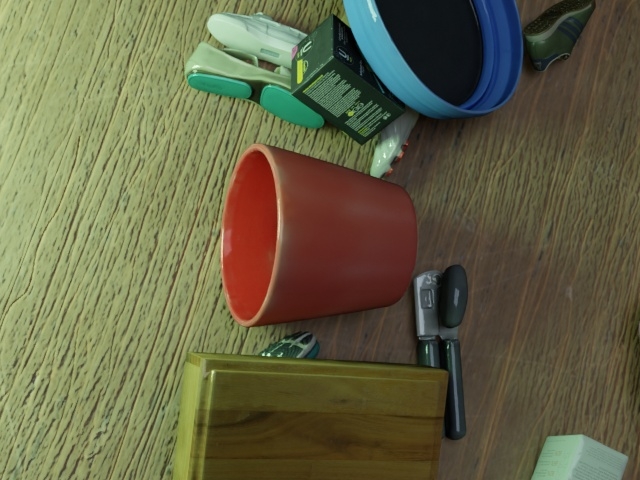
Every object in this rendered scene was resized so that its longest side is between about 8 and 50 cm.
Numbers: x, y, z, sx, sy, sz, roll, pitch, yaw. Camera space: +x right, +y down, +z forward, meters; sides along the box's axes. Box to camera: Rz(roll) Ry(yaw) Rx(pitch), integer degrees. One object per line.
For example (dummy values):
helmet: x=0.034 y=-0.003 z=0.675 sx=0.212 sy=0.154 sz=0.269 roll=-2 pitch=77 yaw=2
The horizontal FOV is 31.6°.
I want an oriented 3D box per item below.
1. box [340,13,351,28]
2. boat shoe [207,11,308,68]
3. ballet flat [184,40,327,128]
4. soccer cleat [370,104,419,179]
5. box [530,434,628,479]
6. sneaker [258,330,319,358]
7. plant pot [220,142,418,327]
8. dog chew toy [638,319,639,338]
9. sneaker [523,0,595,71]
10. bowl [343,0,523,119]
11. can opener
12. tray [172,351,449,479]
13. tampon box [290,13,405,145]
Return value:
box: x=0.120 y=-0.324 z=1.936 sx=0.201 sy=0.021 sz=0.164 roll=36 pitch=72 yaw=-4
boat shoe: x=-0.094 y=-0.342 z=1.866 sx=0.184 sy=0.066 sz=0.063 roll=16 pitch=61 yaw=-8
ballet flat: x=-0.096 y=-0.260 z=1.841 sx=0.248 sy=0.086 sz=0.086 roll=19 pitch=75 yaw=-10
soccer cleat: x=0.120 y=-0.191 z=1.878 sx=0.076 sy=0.068 sz=0.196 roll=27 pitch=85 yaw=1
box: x=0.396 y=0.405 z=1.797 sx=0.091 sy=0.130 sz=0.171 roll=26 pitch=74 yaw=-8
sneaker: x=-0.082 y=0.263 z=1.739 sx=0.110 sy=0.107 sz=0.275 roll=38 pitch=76 yaw=-24
plant pot: x=0.000 y=0.000 z=1.729 sx=0.243 sy=0.275 sz=0.275 roll=4 pitch=77 yaw=-24
dog chew toy: x=0.634 y=0.236 z=1.865 sx=0.206 sy=0.206 sz=0.332 roll=-16 pitch=75 yaw=-17
sneaker: x=0.425 y=-0.363 z=2.004 sx=0.192 sy=0.064 sz=0.086 roll=-36 pitch=125 yaw=-36
bowl: x=0.184 y=-0.380 z=1.848 sx=0.391 sy=0.077 sz=0.391 roll=18 pitch=64 yaw=-40
can opener: x=0.195 y=0.180 z=1.819 sx=0.074 sy=0.093 sz=0.281 roll=0 pitch=83 yaw=-15
tray: x=-0.006 y=0.280 z=1.677 sx=0.410 sy=0.076 sz=0.203 roll=6 pitch=90 yaw=-27
tampon box: x=0.042 y=-0.255 z=1.810 sx=0.161 sy=0.101 sz=0.120 roll=34 pitch=36 yaw=-29
